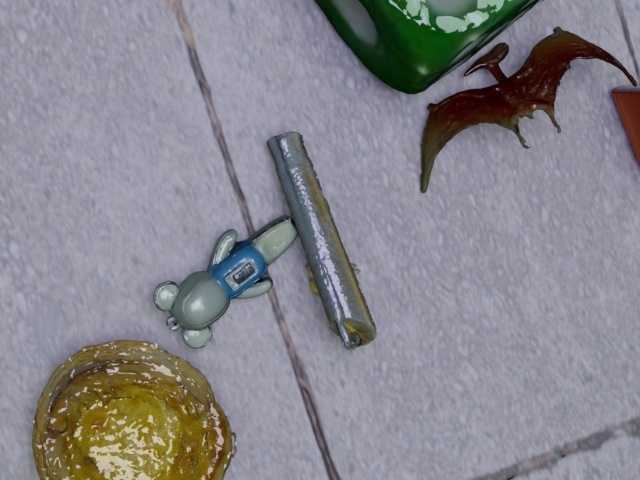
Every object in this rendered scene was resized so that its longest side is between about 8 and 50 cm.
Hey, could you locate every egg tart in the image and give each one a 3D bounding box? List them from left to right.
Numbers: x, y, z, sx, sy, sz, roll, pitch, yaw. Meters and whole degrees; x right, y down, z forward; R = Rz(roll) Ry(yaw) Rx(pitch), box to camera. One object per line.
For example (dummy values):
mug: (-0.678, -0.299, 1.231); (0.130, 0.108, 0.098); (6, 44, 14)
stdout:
egg tart: (-0.256, 0.273, 1.585); (0.291, 0.107, 0.290); (0, 92, -8)

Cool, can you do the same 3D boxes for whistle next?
whistle: (-0.128, 0.047, 1.627); (0.236, 0.077, 0.114); (-41, 108, -15)
whistle: (-0.001, 0.000, 1.622); (0.068, 0.057, 0.326); (-8, 76, -56)

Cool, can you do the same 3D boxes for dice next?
dice: (0.154, -0.400, 1.566); (0.300, 0.287, 0.297); (-38, 92, -6)

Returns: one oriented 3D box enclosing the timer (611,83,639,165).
timer: (0.615, -0.196, 1.700); (0.250, 0.257, 0.161); (-24, 102, -10)

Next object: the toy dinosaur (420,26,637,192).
toy dinosaur: (0.285, -0.190, 1.688); (0.327, 0.207, 0.113); (-48, 139, -13)

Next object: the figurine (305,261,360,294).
figurine: (0.017, 0.059, 1.674); (0.083, 0.047, 0.050); (5, 100, -8)
